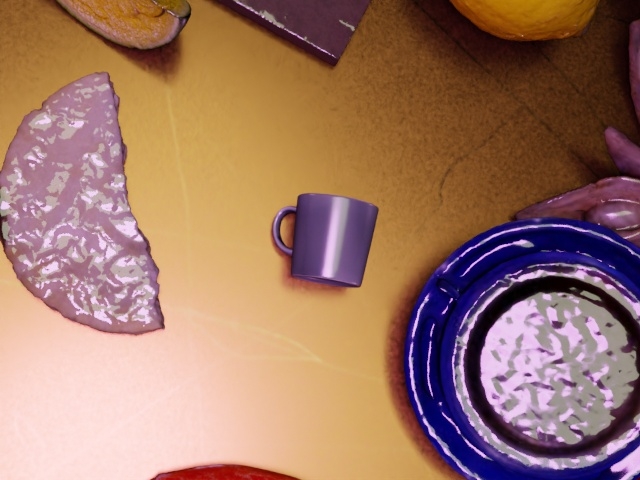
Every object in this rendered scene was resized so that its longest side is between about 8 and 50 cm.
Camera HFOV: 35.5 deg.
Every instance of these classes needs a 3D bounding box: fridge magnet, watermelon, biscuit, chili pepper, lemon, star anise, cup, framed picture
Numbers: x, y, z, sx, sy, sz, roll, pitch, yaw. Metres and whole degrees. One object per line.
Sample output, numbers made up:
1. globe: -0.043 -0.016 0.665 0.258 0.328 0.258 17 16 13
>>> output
1. fridge magnet: 0.209 0.110 0.913 0.265 0.112 0.266 0 88 6
2. watermelon: -0.193 -0.246 0.934 0.181 0.092 0.075 29 63 3
3. biscuit: -0.229 -0.027 0.917 0.133 0.032 0.250 -12 84 -13
4. chili pepper: -0.024 0.250 0.898 0.272 0.063 0.071 22 65 -4
5. lemon: 0.195 -0.290 0.975 0.180 0.180 0.193 -25 65 -14
6. star anise: 0.366 -0.036 0.986 0.292 0.109 0.349 -41 75 -9
7. cup: 0.000 0.000 0.942 0.100 0.078 0.077 6 82 25
8. framed picture: -0.029 -0.271 1.002 0.168 0.023 0.128 28 77 -5

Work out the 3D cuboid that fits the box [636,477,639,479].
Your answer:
1. box: 0.299 0.317 0.876 0.089 0.197 0.313 39 76 -2
